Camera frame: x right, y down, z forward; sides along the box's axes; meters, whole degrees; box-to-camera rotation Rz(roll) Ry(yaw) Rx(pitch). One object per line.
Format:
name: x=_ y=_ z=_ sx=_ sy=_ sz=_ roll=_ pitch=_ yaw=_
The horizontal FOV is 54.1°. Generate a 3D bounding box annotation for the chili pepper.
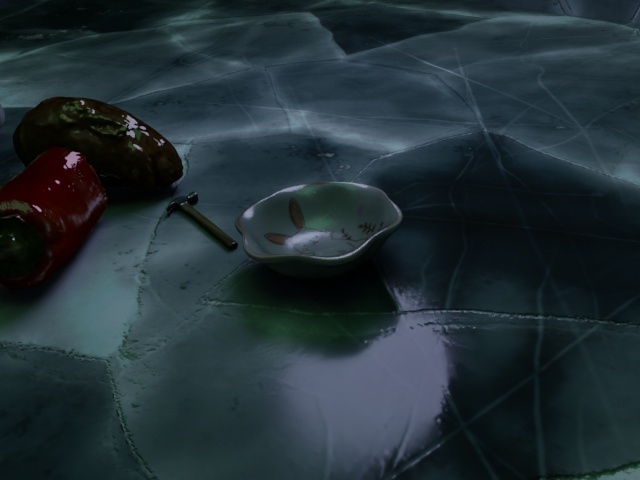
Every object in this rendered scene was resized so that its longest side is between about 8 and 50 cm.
chili pepper: x=-0.399 y=-0.006 z=0.840 sx=0.131 sy=0.134 sz=0.338 roll=-17 pitch=28 yaw=6

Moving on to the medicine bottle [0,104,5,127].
medicine bottle: x=-0.718 y=-0.224 z=1.253 sx=0.103 sy=0.103 sz=0.187 roll=-1 pitch=32 yaw=5

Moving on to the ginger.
ginger: x=-0.398 y=-0.159 z=1.068 sx=0.321 sy=0.172 sz=0.165 roll=14 pitch=76 yaw=21

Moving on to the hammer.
hammer: x=-0.183 y=-0.029 z=0.971 sx=0.062 sy=0.017 sz=0.182 roll=-24 pitch=38 yaw=-28

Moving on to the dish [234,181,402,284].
dish: x=0.000 y=0.000 z=0.851 sx=0.229 sy=0.081 sz=0.229 roll=-6 pitch=30 yaw=3
